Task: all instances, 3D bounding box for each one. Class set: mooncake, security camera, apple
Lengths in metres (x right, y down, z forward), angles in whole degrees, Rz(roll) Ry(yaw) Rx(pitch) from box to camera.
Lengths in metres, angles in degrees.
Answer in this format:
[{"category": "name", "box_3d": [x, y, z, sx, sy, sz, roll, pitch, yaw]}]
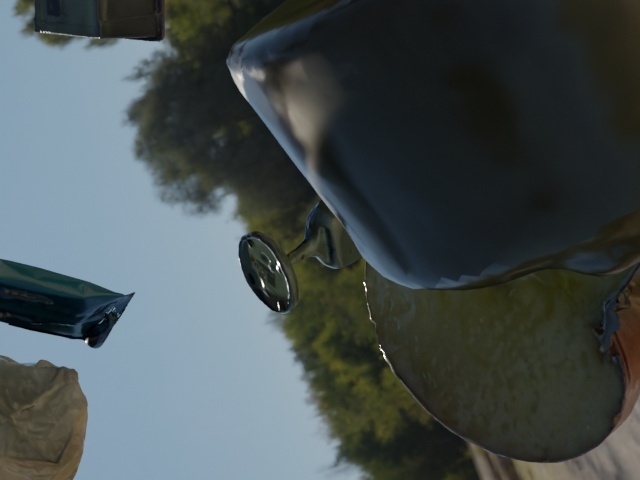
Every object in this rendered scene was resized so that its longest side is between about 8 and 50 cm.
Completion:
[{"category": "mooncake", "box_3d": [0.115, -0.098, 0.468, 0.155, 0.284, 0.284, 57, -174, -13]}, {"category": "security camera", "box_3d": [0.000, 0.000, 0.653, 0.058, 0.092, 0.058, 37, 143, 35]}, {"category": "apple", "box_3d": [0.176, -0.006, 0.755, 0.251, 0.163, 0.293, 38, 126, 39]}]

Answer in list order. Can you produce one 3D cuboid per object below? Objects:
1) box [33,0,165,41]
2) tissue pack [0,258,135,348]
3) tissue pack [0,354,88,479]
[{"category": "box", "box_3d": [-0.164, -0.177, 0.774, 0.063, 0.085, 0.060, -19, -63, -53]}, {"category": "tissue pack", "box_3d": [-0.210, 0.043, 0.750, 0.085, 0.138, 0.028, -45, 37, 48]}, {"category": "tissue pack", "box_3d": [-0.391, 0.223, 0.830, 0.195, 0.390, 0.375, -104, 30, -52]}]
